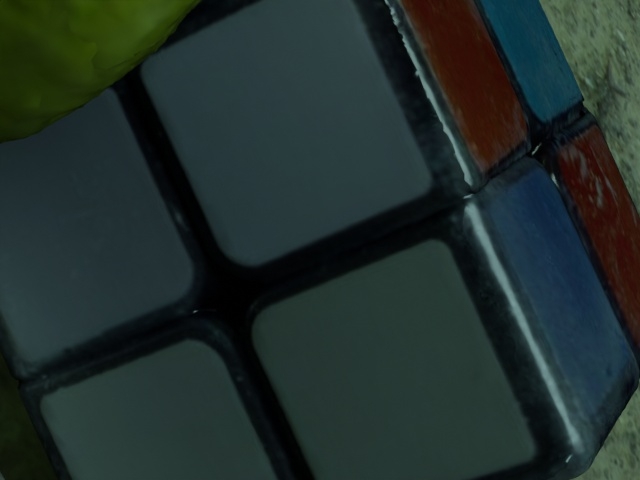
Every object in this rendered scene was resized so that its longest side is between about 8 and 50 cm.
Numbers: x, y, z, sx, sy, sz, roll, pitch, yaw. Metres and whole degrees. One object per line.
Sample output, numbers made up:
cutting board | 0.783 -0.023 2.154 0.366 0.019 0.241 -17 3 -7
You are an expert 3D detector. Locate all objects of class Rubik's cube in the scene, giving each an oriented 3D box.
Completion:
Rubik's cube | 0.000 0.000 0.978 0.313 0.316 0.318 65 23 -3

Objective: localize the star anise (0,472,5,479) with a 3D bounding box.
star anise | -0.188 0.227 0.851 0.223 0.109 0.236 61 17 -47

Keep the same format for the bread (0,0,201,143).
bread | -0.180 -0.239 0.719 0.307 0.348 0.348 26 53 -30
